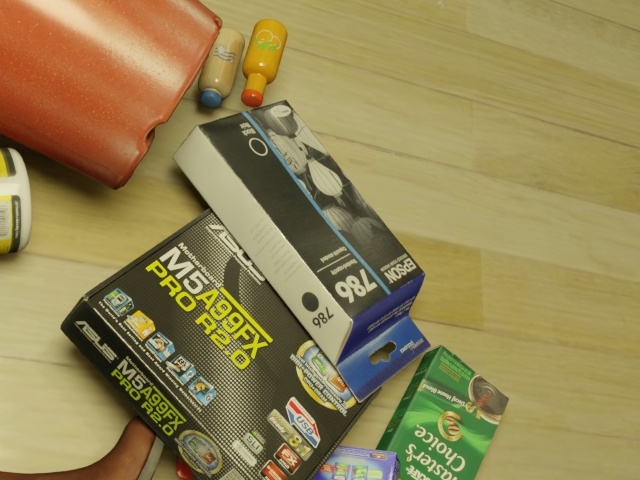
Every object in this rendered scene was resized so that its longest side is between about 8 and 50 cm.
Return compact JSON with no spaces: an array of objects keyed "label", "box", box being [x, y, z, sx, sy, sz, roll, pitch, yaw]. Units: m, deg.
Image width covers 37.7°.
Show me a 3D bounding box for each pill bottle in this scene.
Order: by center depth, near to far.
[{"label":"pill bottle","box":[-0.370,-0.032,0.870,0.184,0.103,0.103,-5,73,-29]}]

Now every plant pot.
[{"label":"plant pot","box":[-0.256,-0.199,0.898,0.265,0.272,0.272,32,59,-14]}]

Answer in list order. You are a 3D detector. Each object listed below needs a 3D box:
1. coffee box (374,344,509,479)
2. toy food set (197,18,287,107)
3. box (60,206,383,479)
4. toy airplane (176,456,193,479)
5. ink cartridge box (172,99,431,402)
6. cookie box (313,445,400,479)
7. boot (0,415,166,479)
[{"label":"coffee box","box":[0.133,0.224,1.063,0.113,0.040,0.184,39,58,-8]},{"label":"toy food set","box":[-0.164,-0.222,1.046,0.232,0.111,0.104,22,62,-18]},{"label":"box","box":[-0.089,0.118,0.932,0.270,0.060,0.216,47,39,2]},{"label":"toy airplane","box":[-0.088,0.211,0.962,0.151,0.028,0.151,11,65,-23]},{"label":"ink cartridge box","box":[0.000,0.000,1.022,0.333,0.065,0.165,52,37,7]},{"label":"cookie box","box":[0.029,0.270,0.965,0.091,0.040,0.107,3,62,17]},{"label":"boot","box":[-0.306,0.204,0.842,0.280,0.096,0.264,33,60,2]}]
